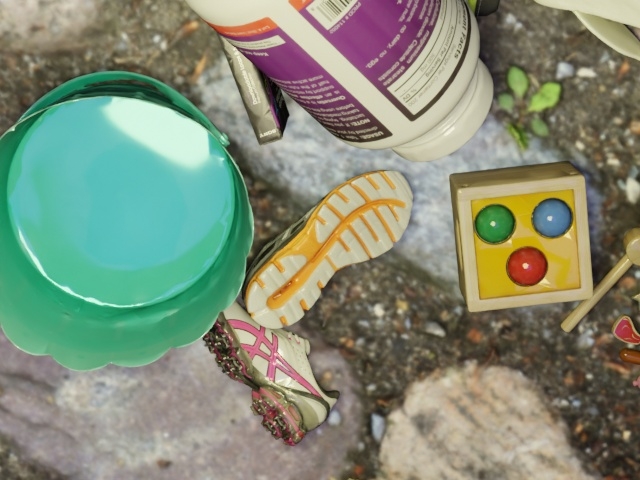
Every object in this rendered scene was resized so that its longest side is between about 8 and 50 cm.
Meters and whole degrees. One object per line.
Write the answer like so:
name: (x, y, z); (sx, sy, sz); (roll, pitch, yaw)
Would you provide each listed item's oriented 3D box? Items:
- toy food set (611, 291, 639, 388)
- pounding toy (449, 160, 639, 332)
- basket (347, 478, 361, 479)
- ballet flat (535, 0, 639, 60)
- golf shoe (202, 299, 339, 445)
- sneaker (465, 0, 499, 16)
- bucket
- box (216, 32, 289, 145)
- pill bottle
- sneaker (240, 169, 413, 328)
toy food set: (0.350, 0.118, 1.864); (0.078, 0.019, 0.122); (-41, 101, 7)
pounding toy: (0.244, 0.018, 1.798); (0.206, 0.094, 0.181); (-6, 103, 0)
basket: (0.136, 0.407, 1.824); (0.299, 0.213, 0.223); (15, 101, -5)
ballet flat: (0.385, -0.213, 1.746); (0.400, 0.139, 0.139); (24, 101, -4)
golf shoe: (-0.057, 0.117, 1.833); (0.086, 0.067, 0.186); (-39, 98, -26)
sneaker: (0.131, -0.316, 1.701); (0.097, 0.084, 0.234); (7, 122, 8)
bucket: (-0.201, -0.025, 1.725); (0.281, 0.183, 0.281); (-1, 103, -3)
box: (-0.071, -0.180, 1.728); (0.029, 0.116, 0.162); (-20, 103, 8)
pill bottle: (0.025, -0.205, 1.645); (0.181, 0.181, 0.323); (-43, 133, 8)
sneaker: (0.000, 0.000, 1.796); (0.215, 0.083, 0.084); (-38, 107, -12)
